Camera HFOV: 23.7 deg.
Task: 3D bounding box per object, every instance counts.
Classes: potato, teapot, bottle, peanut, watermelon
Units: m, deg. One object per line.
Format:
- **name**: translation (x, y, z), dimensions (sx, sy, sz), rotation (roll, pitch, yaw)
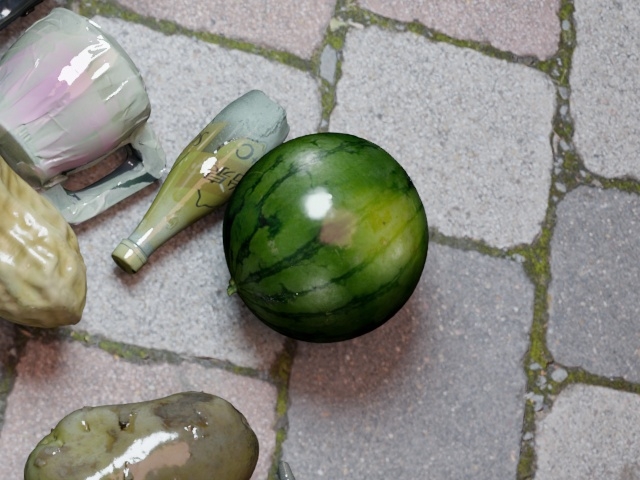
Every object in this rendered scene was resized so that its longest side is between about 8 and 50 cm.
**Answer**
- **potato**: translation (-0.192, 0.254, 1.669), dimensions (0.262, 0.165, 0.165), rotation (-5, 82, -20)
- **teapot**: translation (-0.294, -0.134, 1.722), dimensions (0.163, 0.221, 0.178), rotation (37, 69, 29)
- **bottle**: translation (-0.144, -0.066, 1.787), dimensions (0.083, 0.083, 0.269), rotation (46, 68, -8)
- **peanut**: translation (-0.369, -0.030, 1.618), dimensions (0.325, 0.153, 0.140), rotation (44, 67, -9)
- **watermelon**: translation (0.004, -0.002, 1.753), dimensions (0.242, 0.242, 0.242), rotation (4, 78, -22)

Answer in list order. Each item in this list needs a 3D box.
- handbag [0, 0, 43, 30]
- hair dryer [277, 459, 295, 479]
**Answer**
- **handbag**: translation (-0.415, -0.287, 1.695), dimensions (0.211, 0.088, 0.254), rotation (36, 62, 17)
- **hair dryer**: translation (-0.032, 0.374, 1.764), dimensions (0.195, 0.054, 0.220), rotation (-26, 90, -24)
